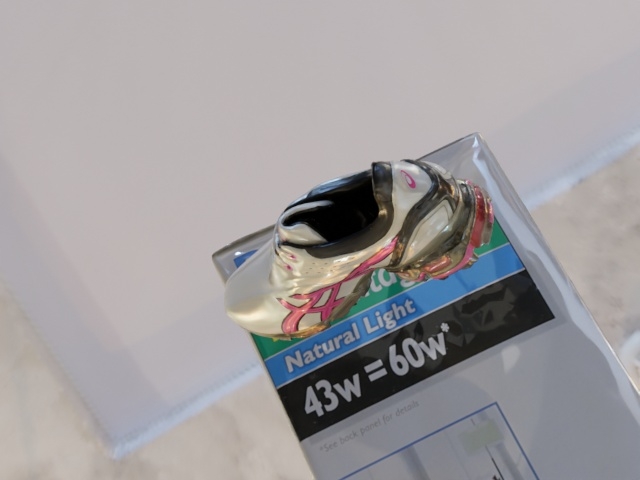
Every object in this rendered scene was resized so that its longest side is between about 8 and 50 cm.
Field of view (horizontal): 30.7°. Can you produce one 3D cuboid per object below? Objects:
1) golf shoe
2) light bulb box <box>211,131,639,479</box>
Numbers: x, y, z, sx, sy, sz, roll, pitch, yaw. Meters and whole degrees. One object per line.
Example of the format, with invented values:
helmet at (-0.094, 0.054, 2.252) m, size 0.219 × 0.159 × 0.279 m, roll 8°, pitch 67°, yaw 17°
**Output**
golf shoe at (0.000, 0.000, 0.639) m, size 0.086 × 0.067 × 0.186 m, roll 23°, pitch -36°, yaw -37°
light bulb box at (0.113, 0.177, 0.915) m, size 0.225 × 0.358 × 0.361 m, roll -25°, pitch -117°, yaw -4°
